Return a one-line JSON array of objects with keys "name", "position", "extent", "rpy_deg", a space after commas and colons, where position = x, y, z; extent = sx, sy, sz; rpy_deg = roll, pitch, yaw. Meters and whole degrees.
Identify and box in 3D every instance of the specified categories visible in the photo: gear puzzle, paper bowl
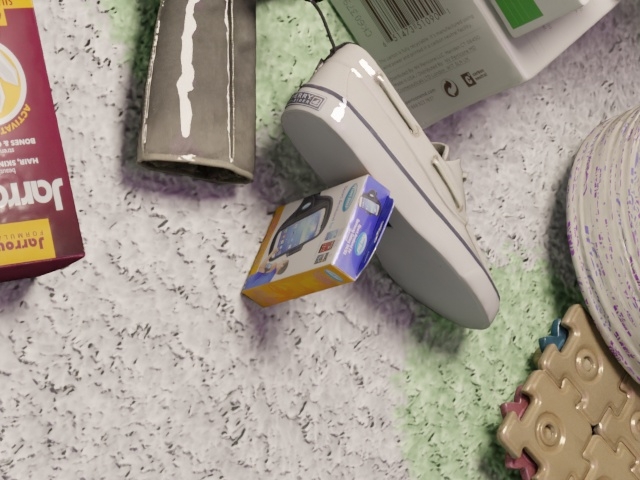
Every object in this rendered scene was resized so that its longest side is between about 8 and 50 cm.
[{"name": "gear puzzle", "position": [0.275, 0.221, 1.477], "extent": [0.339, 0.044, 0.175], "rpy_deg": [48, 54, -18]}, {"name": "paper bowl", "position": [0.357, 0.001, 1.497], "extent": [0.284, 0.148, 0.284], "rpy_deg": [19, 61, -37]}]

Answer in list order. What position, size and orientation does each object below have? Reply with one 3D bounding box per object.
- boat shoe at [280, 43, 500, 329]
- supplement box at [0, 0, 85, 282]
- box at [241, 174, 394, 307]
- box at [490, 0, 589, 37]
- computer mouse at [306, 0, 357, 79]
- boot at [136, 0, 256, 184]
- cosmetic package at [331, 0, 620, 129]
[{"name": "boat shoe", "position": [0.072, -0.039, 1.339], "extent": [0.267, 0.096, 0.088], "rpy_deg": [49, 65, -27]}, {"name": "supplement box", "position": [-0.238, -0.065, 1.162], "extent": [0.104, 0.081, 0.188], "rpy_deg": [-9, 83, -37]}, {"name": "box", "position": [0.000, 0.000, 1.277], "extent": [0.028, 0.136, 0.081], "rpy_deg": [35, 60, -23]}, {"name": "box", "position": [0.174, -0.228, 1.302], "extent": [0.102, 0.087, 0.101], "rpy_deg": [-41, 102, -35]}, {"name": "computer mouse", "position": [-0.001, -0.151, 1.324], "extent": [0.071, 0.041, 0.242], "rpy_deg": [-41, 133, -25]}, {"name": "boot", "position": [-0.059, -0.148, 1.316], "extent": [0.189, 0.076, 0.208], "rpy_deg": [2, 74, -32]}, {"name": "cosmetic package", "position": [0.136, -0.214, 1.421], "extent": [0.183, 0.151, 0.151], "rpy_deg": [-40, 101, -34]}]
